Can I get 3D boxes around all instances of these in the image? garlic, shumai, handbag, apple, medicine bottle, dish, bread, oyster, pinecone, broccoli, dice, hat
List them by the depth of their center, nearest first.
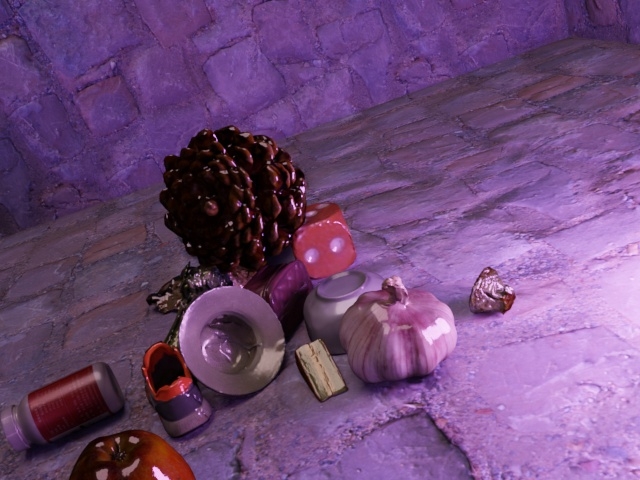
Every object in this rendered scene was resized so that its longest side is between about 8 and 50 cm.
[{"bbox_3d":[-0.322,0.435,1.109,0.230,0.230,0.230,-16,23,7],"label":"apple"},{"bbox_3d":[0.151,0.157,1.329,0.245,0.253,0.245,-8,40,7],"label":"garlic"},{"bbox_3d":[0.004,0.297,1.426,0.074,0.084,0.139,-24,54,-12],"label":"bread"},{"bbox_3d":[0.388,0.118,1.447,0.087,0.099,0.124,17,41,29],"label":"shumai"},{"bbox_3d":[-0.221,0.245,1.527,0.257,0.257,0.130,-36,-3,-35],"label":"hat"},{"bbox_3d":[-0.600,0.390,1.533,0.250,0.131,0.131,-25,23,-12],"label":"medicine bottle"},{"bbox_3d":[0.068,0.152,1.572,0.256,0.117,0.256,-15,22,6],"label":"dish"},{"bbox_3d":[-0.112,0.150,1.680,0.135,0.146,0.225,-10,22,28],"label":"handbag"},{"bbox_3d":[-0.327,0.178,1.745,0.177,0.198,0.275,29,40,-2],"label":"broccoli"},{"bbox_3d":[-0.225,-0.119,1.753,0.398,0.397,0.398,-16,23,7],"label":"pinecone"},{"bbox_3d":[0.000,0.000,1.901,0.179,0.175,0.174,-16,22,-3],"label":"dice"},{"bbox_3d":[-0.361,0.133,1.992,0.361,0.096,0.221,-6,33,34],"label":"oyster"}]

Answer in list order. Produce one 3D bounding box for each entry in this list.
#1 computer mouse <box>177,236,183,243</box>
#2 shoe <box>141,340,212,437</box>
[{"bbox_3d":[-0.401,-0.012,2.344,0.159,0.097,0.288,-33,38,-32],"label":"computer mouse"},{"bbox_3d":[-0.356,0.298,1.497,0.132,0.171,0.336,-26,24,-14],"label":"shoe"}]
